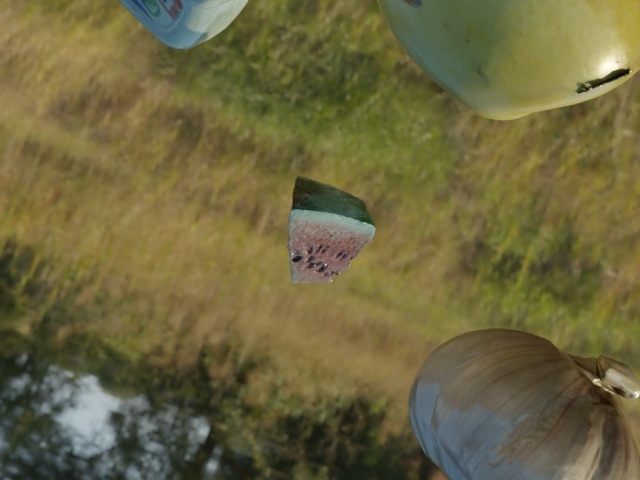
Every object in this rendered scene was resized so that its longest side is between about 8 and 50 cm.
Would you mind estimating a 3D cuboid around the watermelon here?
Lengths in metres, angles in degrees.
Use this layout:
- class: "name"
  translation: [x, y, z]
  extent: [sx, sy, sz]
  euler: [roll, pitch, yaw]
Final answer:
- class: "watermelon"
  translation: [0.000, 0.000, 2.271]
  extent: [0.154, 0.094, 0.241]
  euler: [15, 140, -7]

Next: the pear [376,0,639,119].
- class: "pear"
  translation: [0.210, -0.274, 1.350]
  extent: [0.309, 0.309, 0.309]
  euler: [20, 172, 3]

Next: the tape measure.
- class: "tape measure"
  translation: [-0.169, -0.366, 1.505]
  extent: [0.243, 0.125, 0.246]
  euler: [54, 148, 3]

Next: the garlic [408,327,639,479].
- class: "garlic"
  translation: [0.244, 0.233, 1.525]
  extent: [0.322, 0.241, 0.322]
  euler: [17, -175, -1]
